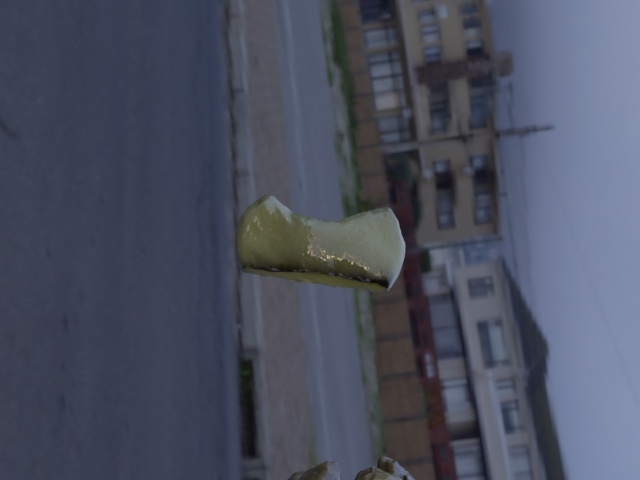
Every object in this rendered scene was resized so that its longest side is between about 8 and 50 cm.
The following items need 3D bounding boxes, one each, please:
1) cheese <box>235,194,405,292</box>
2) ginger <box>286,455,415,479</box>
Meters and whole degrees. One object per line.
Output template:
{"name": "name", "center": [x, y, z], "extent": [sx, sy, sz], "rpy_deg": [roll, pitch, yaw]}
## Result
{"name": "cheese", "center": [0.000, 0.000, 0.579], "extent": [0.030, 0.083, 0.044], "rpy_deg": [85, 14, -78]}
{"name": "ginger", "center": [0.046, 0.249, 0.579], "extent": [0.375, 0.166, 0.236], "rpy_deg": [42, -70, 55]}
